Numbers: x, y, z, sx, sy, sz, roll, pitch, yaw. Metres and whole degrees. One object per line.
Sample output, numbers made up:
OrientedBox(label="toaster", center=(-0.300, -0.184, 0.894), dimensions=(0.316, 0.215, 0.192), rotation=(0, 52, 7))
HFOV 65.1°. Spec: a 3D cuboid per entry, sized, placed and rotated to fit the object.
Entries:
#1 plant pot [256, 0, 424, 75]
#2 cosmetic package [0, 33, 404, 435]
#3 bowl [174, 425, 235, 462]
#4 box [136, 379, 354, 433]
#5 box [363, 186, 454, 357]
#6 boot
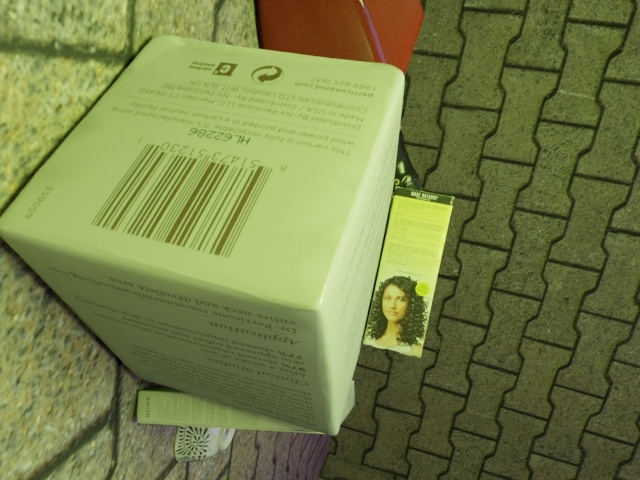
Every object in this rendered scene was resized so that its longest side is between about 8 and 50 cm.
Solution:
OrientedBox(label="plant pot", center=(0.024, -0.439, 0.945), dimensions=(0.235, 0.268, 0.267), rotation=(61, 42, -52))
OrientedBox(label="cosmetic package", center=(-0.095, 0.008, 0.663), dimensions=(0.393, 0.330, 0.327), rotation=(86, 20, -55))
OrientedBox(label="bowl", center=(-0.226, 0.390, 1.052), dimensions=(0.170, 0.080, 0.170), rotation=(13, 90, -78))
OrientedBox(label="box", center=(-0.114, 0.277, 0.873), dimensions=(0.232, 0.322, 0.058), rotation=(37, 54, -76))
OrientedBox(label="box", center=(0.128, 0.044, 0.727), dimensions=(0.058, 0.088, 0.232), rotation=(5, 96, -79))
OrientedBox(label="boot", center=(0.087, -0.183, 1.386), dimensions=(0.138, 0.378, 0.284), rotation=(-38, 115, -59))
